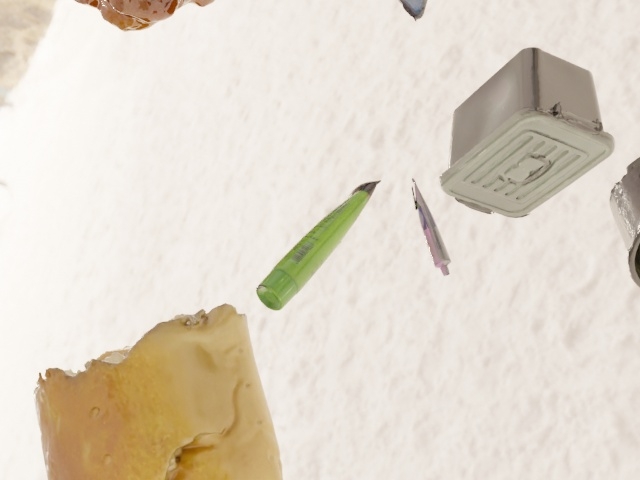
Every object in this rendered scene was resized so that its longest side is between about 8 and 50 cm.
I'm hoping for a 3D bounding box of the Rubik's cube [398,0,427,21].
[{"bbox_3d":[0.077,-0.382,1.027,0.178,0.190,0.211,-45,39,18],"label":"Rubik's cube"}]

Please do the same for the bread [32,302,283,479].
[{"bbox_3d":[-0.253,0.317,1.478,0.361,0.250,0.394,-23,70,26],"label":"bread"}]

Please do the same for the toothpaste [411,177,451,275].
[{"bbox_3d":[0.176,-0.021,1.596,0.028,0.045,0.170,-19,67,3],"label":"toothpaste"}]

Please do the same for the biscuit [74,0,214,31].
[{"bbox_3d":[-0.244,-0.377,1.117,0.318,0.312,0.110,-56,-2,-47],"label":"biscuit"}]

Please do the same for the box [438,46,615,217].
[{"bbox_3d":[0.285,-0.152,1.398,0.243,0.163,0.135,-44,36,51],"label":"box"}]

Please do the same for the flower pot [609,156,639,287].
[{"bbox_3d":[0.386,-0.029,1.070,0.157,0.157,0.107,-54,33,27],"label":"flower pot"}]

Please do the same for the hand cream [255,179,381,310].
[{"bbox_3d":[0.000,0.000,0.663,0.122,0.023,0.036,-49,6,-36],"label":"hand cream"}]
